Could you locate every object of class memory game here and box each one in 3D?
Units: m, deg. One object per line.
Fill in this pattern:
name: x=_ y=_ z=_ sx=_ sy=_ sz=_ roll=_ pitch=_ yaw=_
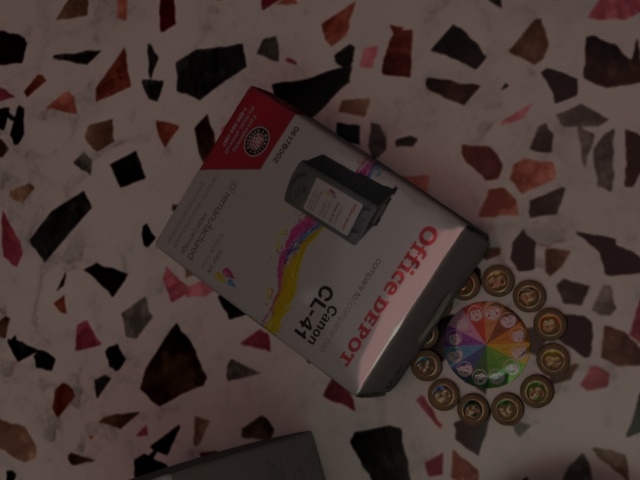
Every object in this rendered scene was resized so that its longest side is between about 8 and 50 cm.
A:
memory game: x=0.188 y=0.119 z=1.067 sx=0.186 sy=0.012 sz=0.186 roll=-1 pitch=86 yaw=20

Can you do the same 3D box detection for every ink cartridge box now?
ink cartridge box: x=0.000 y=0.000 z=1.074 sx=0.306 sy=0.131 sz=0.226 roll=35 pitch=97 yaw=22

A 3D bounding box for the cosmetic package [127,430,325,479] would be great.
cosmetic package: x=-0.141 y=0.310 z=0.971 sx=0.217 sy=0.385 sz=0.156 roll=-20 pitch=80 yaw=17
